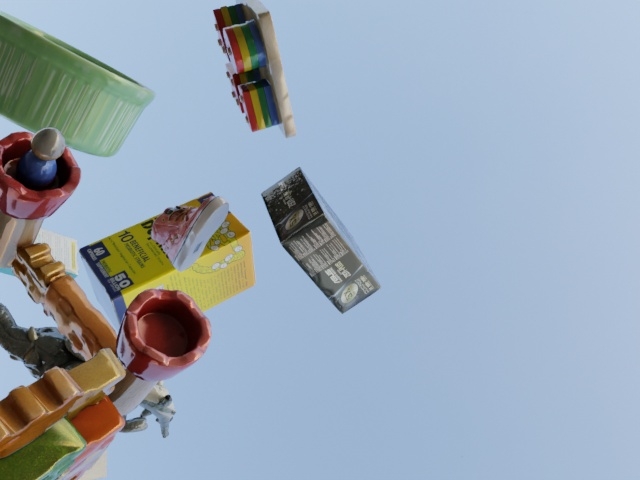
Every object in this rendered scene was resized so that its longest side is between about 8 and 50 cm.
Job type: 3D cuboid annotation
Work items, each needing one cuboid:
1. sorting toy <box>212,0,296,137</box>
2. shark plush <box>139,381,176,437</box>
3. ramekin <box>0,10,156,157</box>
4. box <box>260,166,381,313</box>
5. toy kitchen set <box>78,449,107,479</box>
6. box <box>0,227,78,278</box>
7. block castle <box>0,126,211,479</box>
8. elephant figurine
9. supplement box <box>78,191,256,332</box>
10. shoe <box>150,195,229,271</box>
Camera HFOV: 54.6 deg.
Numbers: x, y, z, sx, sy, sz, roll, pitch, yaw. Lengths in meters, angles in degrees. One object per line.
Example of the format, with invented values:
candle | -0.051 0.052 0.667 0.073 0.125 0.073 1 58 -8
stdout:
sorting toy | -0.148 -0.367 1.284 0.090 0.255 0.257 -18 -143 -8
shark plush | -0.311 0.309 1.155 0.067 0.161 0.073 -22 -126 -19
ramekin | -0.467 -0.272 1.110 0.303 0.303 0.148 31 -82 21
box | 0.000 0.000 0.955 0.078 0.180 0.147 -35 -143 6
toy kitchen set | -0.497 0.497 1.129 0.166 0.122 0.207 -10 -108 17
box | -0.605 0.014 1.219 0.060 0.244 0.100 -41 -133 25
block castle | -0.329 0.094 0.481 0.303 0.453 0.213 49 -52 7
elephant figurine | -0.413 0.204 1.003 0.170 0.186 0.239 -22 -130 -15
supplement box | -0.362 0.066 1.512 0.357 0.195 0.194 -28 -129 -26
shoe | -0.207 -0.028 0.952 0.081 0.178 0.063 47 -135 6
